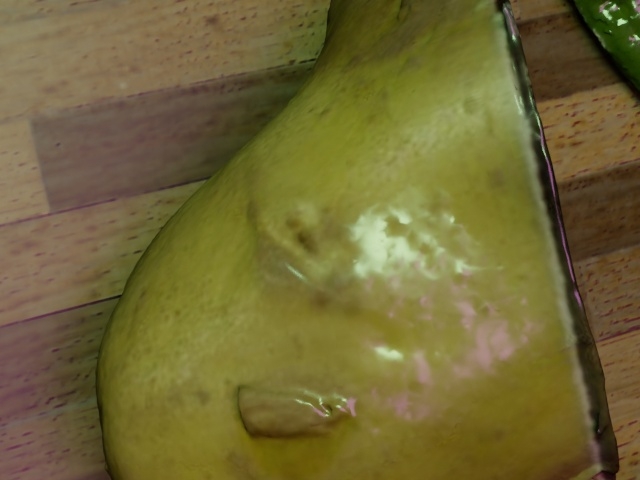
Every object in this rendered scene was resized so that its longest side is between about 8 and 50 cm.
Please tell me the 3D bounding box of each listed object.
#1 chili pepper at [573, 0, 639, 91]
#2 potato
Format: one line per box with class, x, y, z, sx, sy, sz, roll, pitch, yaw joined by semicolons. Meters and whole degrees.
chili pepper;0.254;-0.148;0.897;0.359;0.076;0.085;40;48;-18
potato;0.000;0.000;0.722;0.296;0.290;0.397;-14;72;7
